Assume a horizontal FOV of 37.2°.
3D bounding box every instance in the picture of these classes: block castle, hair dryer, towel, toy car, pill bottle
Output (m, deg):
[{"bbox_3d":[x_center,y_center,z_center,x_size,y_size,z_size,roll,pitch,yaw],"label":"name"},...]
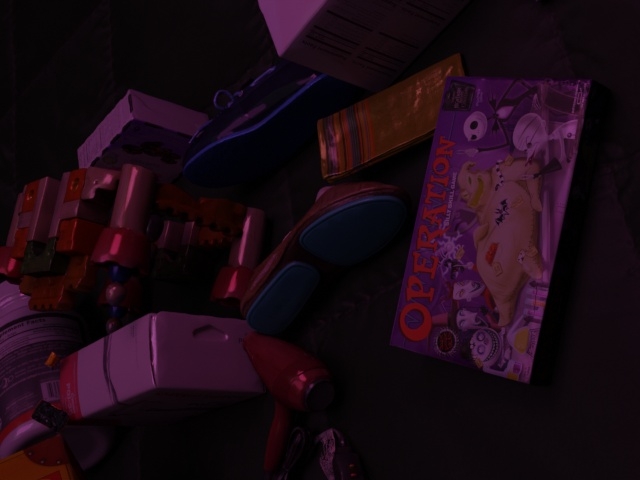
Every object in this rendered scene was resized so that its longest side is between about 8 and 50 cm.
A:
[{"bbox_3d":[-0.323,0.038,1.562,0.453,0.303,0.213,-6,69,49],"label":"block castle"},{"bbox_3d":[-0.059,0.254,1.356,0.223,0.080,0.293,-39,53,36],"label":"hair dryer"},{"bbox_3d":[0.096,-0.165,1.294,0.237,0.021,0.102,-23,63,30],"label":"towel"},{"bbox_3d":[-0.413,0.243,1.506,0.040,0.060,0.122,85,-164,-70],"label":"toy car"},{"bbox_3d":[-0.526,0.253,1.814,0.210,0.210,0.363,-51,46,29],"label":"pill bottle"}]

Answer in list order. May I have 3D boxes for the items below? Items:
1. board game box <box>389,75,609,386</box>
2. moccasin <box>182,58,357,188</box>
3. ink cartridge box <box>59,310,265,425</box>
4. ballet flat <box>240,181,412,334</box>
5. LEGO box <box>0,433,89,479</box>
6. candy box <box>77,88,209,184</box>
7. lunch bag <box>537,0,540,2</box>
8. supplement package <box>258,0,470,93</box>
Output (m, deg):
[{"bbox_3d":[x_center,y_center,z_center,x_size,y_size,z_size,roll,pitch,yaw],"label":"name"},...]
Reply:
[{"bbox_3d":[0.206,-0.021,1.129,0.208,0.056,0.347,10,88,48],"label":"board game box"},{"bbox_3d":[-0.078,-0.197,1.488,0.342,0.138,0.117,-28,54,26],"label":"moccasin"},{"bbox_3d":[-0.252,0.210,1.499,0.283,0.207,0.117,-26,63,44],"label":"ink cartridge box"},{"bbox_3d":[0.000,0.000,1.356,0.342,0.116,0.124,-48,27,36],"label":"ballet flat"},{"bbox_3d":[-0.350,0.601,1.378,0.372,0.193,0.500,80,163,-47],"label":"LEGO box"},{"bbox_3d":[-0.317,-0.168,1.713,0.196,0.165,0.070,-38,52,38],"label":"candy box"},{"bbox_3d":[0.256,-0.340,1.168,0.083,0.053,0.071,45,116,36],"label":"lunch bag"},{"bbox_3d":[0.067,-0.376,1.285,0.263,0.198,0.199,-44,50,33],"label":"supplement package"}]
